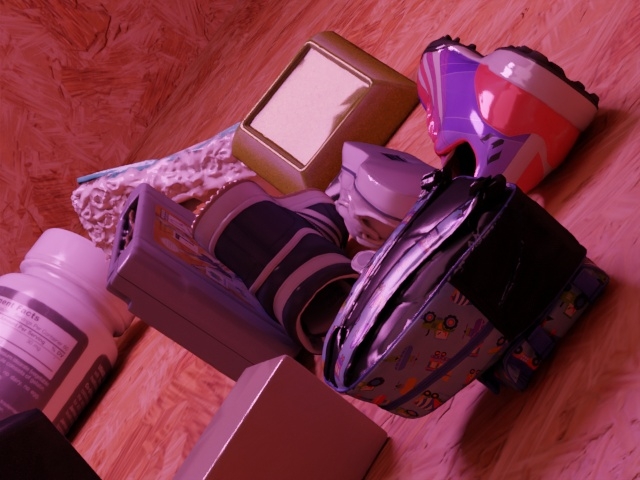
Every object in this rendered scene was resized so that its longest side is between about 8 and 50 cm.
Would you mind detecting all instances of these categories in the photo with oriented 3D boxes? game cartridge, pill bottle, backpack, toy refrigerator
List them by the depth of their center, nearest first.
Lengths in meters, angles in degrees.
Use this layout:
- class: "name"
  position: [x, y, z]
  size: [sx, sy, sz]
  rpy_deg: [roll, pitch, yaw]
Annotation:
- class: "backpack"
  position: [0.085, 0.049, 1.176]
  size: [0.173, 0.117, 0.158]
  rpy_deg: [-52, 12, -4]
- class: "toy refrigerator"
  position: [-0.073, 0.223, 1.283]
  size: [0.269, 0.102, 0.094]
  rpy_deg: [-57, 13, -23]
- class: "game cartridge"
  position: [-0.106, 0.044, 1.691]
  size: [0.062, 0.198, 0.297]
  rpy_deg: [-57, 11, 11]
- class: "pill bottle"
  position: [-0.401, 0.174, 2.383]
  size: [0.361, 0.204, 0.204]
  rpy_deg: [-56, 13, -23]

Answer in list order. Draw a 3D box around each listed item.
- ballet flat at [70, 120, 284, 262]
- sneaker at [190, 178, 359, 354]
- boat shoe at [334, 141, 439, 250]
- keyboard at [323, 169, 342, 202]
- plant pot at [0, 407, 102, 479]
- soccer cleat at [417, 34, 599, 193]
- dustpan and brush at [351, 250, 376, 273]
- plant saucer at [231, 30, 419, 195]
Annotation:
- class: "ballet flat"
  position: [-0.119, -0.067, 2.189]
  size: [0.409, 0.147, 0.147]
  rpy_deg: [-17, 28, 27]
- class: "sneaker"
  position: [-0.005, 0.028, 1.666]
  size: [0.099, 0.153, 0.282]
  rpy_deg: [-52, -18, 10]
- class: "boat shoe"
  position: [0.064, -0.030, 1.597]
  size: [0.258, 0.095, 0.084]
  rpy_deg: [-107, 29, -79]
- class: "keyboard"
  position: [0.000, 0.000, 1.868]
  size: [0.192, 0.038, 0.100]
  rpy_deg: [-52, 35, -9]
- class: "plant pot"
  position: [-0.338, 0.283, 1.919]
  size: [0.167, 0.188, 0.187]
  rpy_deg: [-44, 8, -23]
- class: "soccer cleat"
  position: [0.128, -0.098, 1.493]
  size: [0.116, 0.108, 0.318]
  rpy_deg: [-56, 15, -1]
- class: "dustpan and brush"
  position: [0.073, 0.035, 1.394]
  size: [0.147, 0.060, 0.211]
  rpy_deg: [-53, 12, -6]
- class: "plant saucer"
  position: [-0.005, -0.143, 2.006]
  size: [0.188, 0.045, 0.188]
  rpy_deg: [-52, 47, -1]
